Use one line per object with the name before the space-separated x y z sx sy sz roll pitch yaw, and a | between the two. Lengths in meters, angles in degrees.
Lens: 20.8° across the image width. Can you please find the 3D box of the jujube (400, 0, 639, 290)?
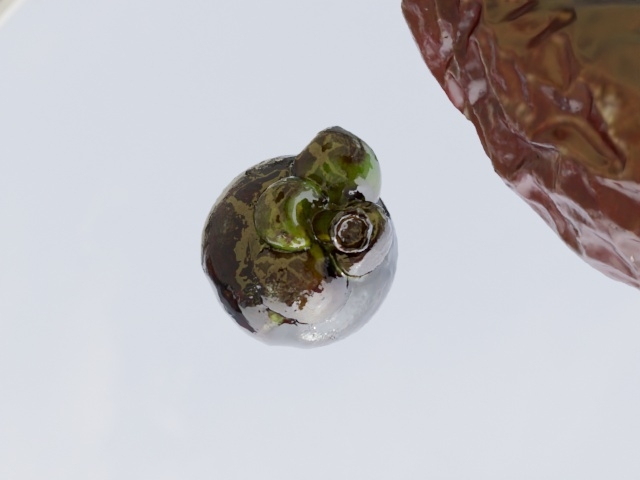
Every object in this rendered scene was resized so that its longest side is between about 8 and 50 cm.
jujube | 0.187 -0.105 1.096 0.216 0.216 0.342 -45 -117 2

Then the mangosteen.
mangosteen | -0.007 -0.001 1.405 0.184 0.172 0.172 -51 -146 33
